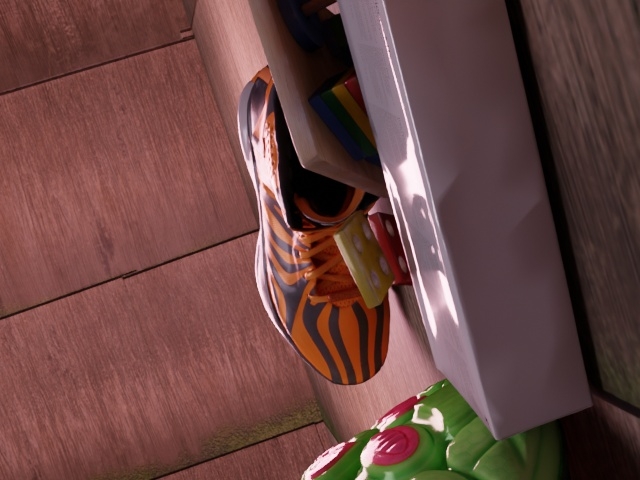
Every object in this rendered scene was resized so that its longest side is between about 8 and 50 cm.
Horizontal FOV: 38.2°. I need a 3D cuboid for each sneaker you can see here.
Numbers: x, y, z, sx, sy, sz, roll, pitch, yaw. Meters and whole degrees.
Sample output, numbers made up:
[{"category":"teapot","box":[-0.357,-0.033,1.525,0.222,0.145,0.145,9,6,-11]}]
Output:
[{"category":"sneaker","box":[0.000,0.000,0.817,0.180,0.125,0.321,-134,26,-75]},{"category":"sneaker","box":[0.092,0.210,0.632,0.202,0.185,0.483,56,176,10]}]

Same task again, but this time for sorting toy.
[{"category":"sorting toy","box":[0.019,-0.094,0.561,0.132,0.046,0.274,13,-123,-65]}]

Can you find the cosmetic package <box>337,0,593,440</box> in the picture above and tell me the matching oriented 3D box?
[{"category":"cosmetic package","box":[0.072,-0.029,0.471,0.099,0.060,0.239,-121,14,-72]}]
